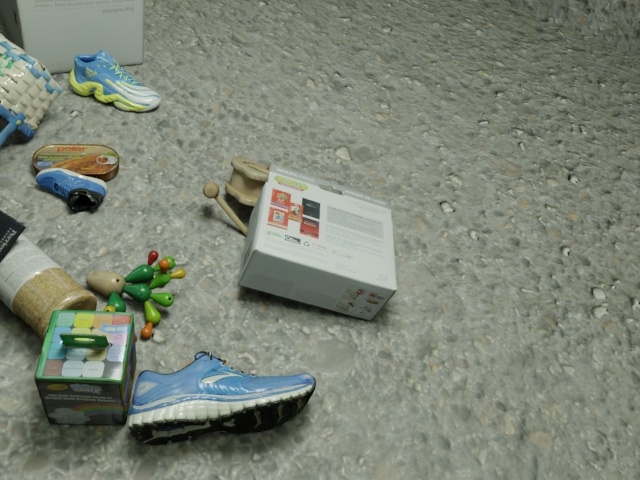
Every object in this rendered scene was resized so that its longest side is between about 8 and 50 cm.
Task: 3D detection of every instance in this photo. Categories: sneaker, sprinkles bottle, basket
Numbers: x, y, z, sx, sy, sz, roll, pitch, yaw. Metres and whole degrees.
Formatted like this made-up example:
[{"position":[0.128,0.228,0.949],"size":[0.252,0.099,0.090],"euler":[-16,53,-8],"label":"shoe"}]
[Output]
[{"position":[-0.541,-0.422,1.549],"size":[0.240,0.126,0.091],"euler":[11,47,-6],"label":"sneaker"},{"position":[-0.168,0.257,1.045],"size":[0.330,0.129,0.147],"euler":[-1,52,-17],"label":"sneaker"},{"position":[-0.587,0.045,1.117],"size":[0.355,0.121,0.121],"euler":[36,49,16],"label":"sprinkles bottle"},{"position":[-0.782,-0.330,1.365],"size":[0.255,0.201,0.289],"euler":[35,83,16],"label":"basket"},{"position":[-0.560,-0.109,1.308],"size":[0.152,0.058,0.084],"euler":[13,38,-13],"label":"sneaker"}]

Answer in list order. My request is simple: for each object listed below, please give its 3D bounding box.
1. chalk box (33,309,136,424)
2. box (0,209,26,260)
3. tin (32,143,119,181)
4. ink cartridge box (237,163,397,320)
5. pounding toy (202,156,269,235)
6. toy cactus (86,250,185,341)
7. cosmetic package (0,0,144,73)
[{"position":[-0.382,0.199,0.974],"size":[0.132,0.213,0.132],"euler":[6,48,-12],"label":"chalk box"},{"position":[-0.692,0.027,0.896],"size":[0.179,0.312,0.343],"euler":[28,73,10],"label":"box"},{"position":[-0.572,-0.182,1.386],"size":[0.190,0.040,0.106],"euler":[-1,54,-18],"label":"tin"},{"position":[0.000,0.000,1.298],"size":[0.310,0.130,0.271],"euler":[17,46,-13],"label":"ink cartridge box"},{"position":[-0.153,-0.104,1.416],"size":[0.270,0.154,0.154],"euler":[11,18,-19],"label":"pounding toy"},{"position":[-0.378,0.095,1.160],"size":[0.181,0.112,0.219],"euler":[15,54,10],"label":"toy cactus"},{"position":[-0.685,-0.714,1.586],"size":[0.327,0.393,0.329],"euler":[-17,56,-29],"label":"cosmetic package"}]
